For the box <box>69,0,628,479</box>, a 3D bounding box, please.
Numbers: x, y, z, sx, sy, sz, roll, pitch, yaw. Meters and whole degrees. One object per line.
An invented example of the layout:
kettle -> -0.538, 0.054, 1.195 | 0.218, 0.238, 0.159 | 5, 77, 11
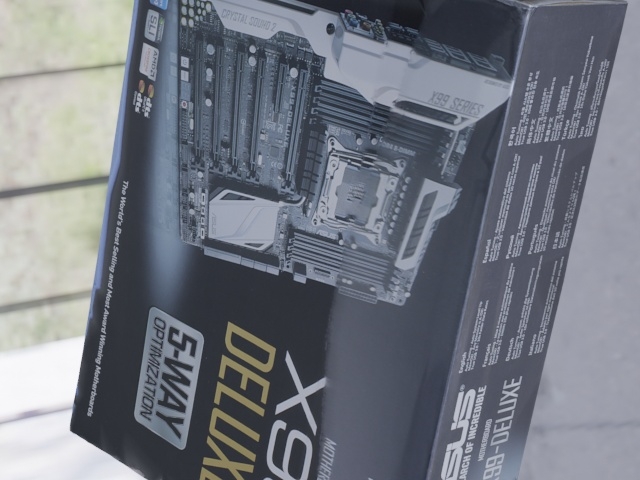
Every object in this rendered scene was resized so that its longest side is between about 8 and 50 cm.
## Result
box -> 0.000, 0.000, 0.891 | 0.242, 0.076, 0.307 | 28, 115, 39
